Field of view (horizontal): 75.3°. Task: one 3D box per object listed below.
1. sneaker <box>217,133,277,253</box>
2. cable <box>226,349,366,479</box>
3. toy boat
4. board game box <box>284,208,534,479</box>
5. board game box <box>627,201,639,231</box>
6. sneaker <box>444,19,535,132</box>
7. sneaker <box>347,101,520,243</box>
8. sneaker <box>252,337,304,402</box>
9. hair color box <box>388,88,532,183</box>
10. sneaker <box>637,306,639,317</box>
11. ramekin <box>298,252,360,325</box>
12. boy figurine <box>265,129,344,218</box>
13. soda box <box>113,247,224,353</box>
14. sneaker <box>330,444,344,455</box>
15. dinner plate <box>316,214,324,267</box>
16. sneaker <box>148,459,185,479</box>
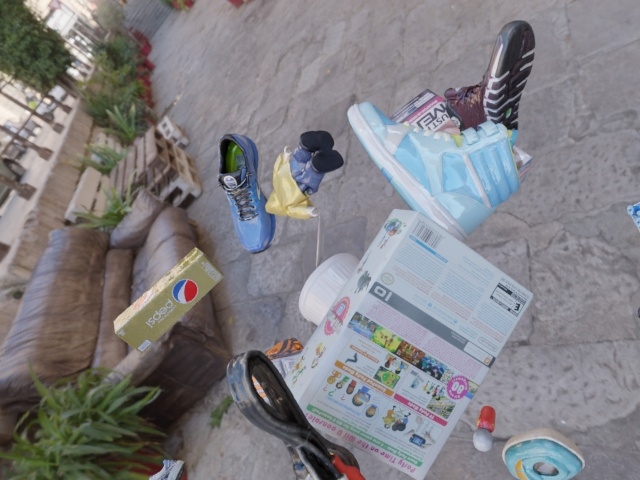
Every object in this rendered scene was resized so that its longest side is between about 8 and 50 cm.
[{"bbox_3d":[-0.210,-0.124,1.087,0.130,0.147,0.330,-16,85,15],"label":"sneaker"},{"bbox_3d":[0.002,0.228,0.453,0.072,0.287,0.139,-18,10,20],"label":"cable"},{"bbox_3d":[0.639,0.677,1.329,0.148,0.318,0.267,-50,-12,-45],"label":"toy boat"},{"bbox_3d":[0.120,0.142,0.582,0.303,0.224,0.097,-57,15,-2],"label":"board game box"},{"bbox_3d":[1.021,-0.004,1.002,0.390,0.050,0.390,-44,50,52],"label":"board game box"},{"bbox_3d":[0.316,-0.306,0.835,0.106,0.281,0.162,-34,52,-16],"label":"sneaker"},{"bbox_3d":[0.203,-0.163,0.714,0.208,0.127,0.319,-39,75,13],"label":"sneaker"},{"bbox_3d":[-0.018,0.286,1.024,0.180,0.321,0.124,-147,50,-82],"label":"sneaker"},{"bbox_3d":[0.338,-0.232,1.074,0.174,0.105,0.347,-39,61,-7],"label":"hair color box"},{"bbox_3d":[1.137,0.194,1.389,0.223,0.098,0.083,-19,21,-31],"label":"sneaker"},{"bbox_3d":[0.070,0.186,1.374,0.127,0.273,0.273,38,92,35],"label":"ramekin"},{"bbox_3d":[-0.051,-0.124,0.966,0.177,0.092,0.285,63,149,13],"label":"boy figurine"},{"bbox_3d":[-0.252,0.096,0.695,0.181,0.058,0.061,-44,27,-14],"label":"soda box"},{"bbox_3d":[0.005,0.776,1.484,0.175,0.067,0.064,-11,75,-6],"label":"sneaker"},{"bbox_3d":[0.000,0.000,1.060,0.017,0.141,0.141,3,54,0],"label":"dinner plate"},{"bbox_3d":[-0.345,0.533,0.883,0.135,0.058,0.052,-62,-16,-55],"label":"sneaker"}]
